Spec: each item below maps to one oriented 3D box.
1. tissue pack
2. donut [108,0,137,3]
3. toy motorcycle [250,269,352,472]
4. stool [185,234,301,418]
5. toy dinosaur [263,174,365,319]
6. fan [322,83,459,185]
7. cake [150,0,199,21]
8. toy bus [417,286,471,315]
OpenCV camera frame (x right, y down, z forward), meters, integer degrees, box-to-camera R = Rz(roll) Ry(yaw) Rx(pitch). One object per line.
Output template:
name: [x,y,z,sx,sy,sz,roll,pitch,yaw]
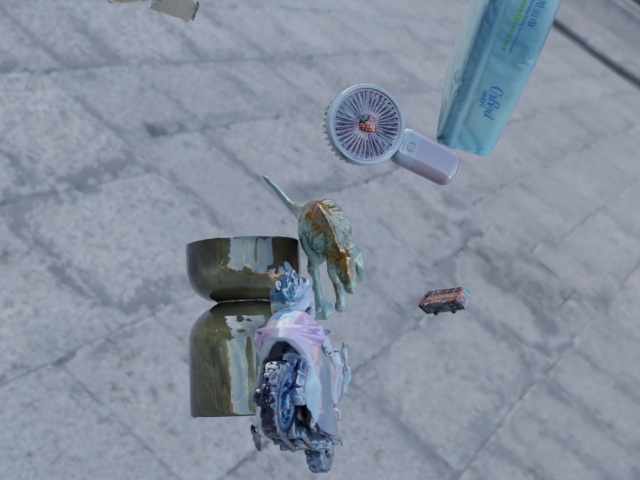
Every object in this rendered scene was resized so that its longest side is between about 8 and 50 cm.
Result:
tissue pack: [0.215,-0.252,1.177,0.089,0.263,0.177,15,43,1]
donut: [-0.191,-0.305,0.927,0.174,0.175,0.068,33,26,-3]
toy motorcycle: [-0.018,0.135,1.084,0.108,0.239,0.204,1,65,-2]
stool: [-0.115,0.134,1.519,0.179,0.179,0.264,6,78,-47]
toy dinosaur: [0.000,0.000,1.539,0.092,0.206,0.393,-17,44,-6]
fan: [0.119,-0.162,1.620,0.244,0.130,0.074,24,-7,-16]
cake: [-0.203,-0.370,1.405,0.065,0.052,0.121,7,50,-15]
toy bus: [0.221,0.107,1.773,0.031,0.110,0.043,41,64,-21]
